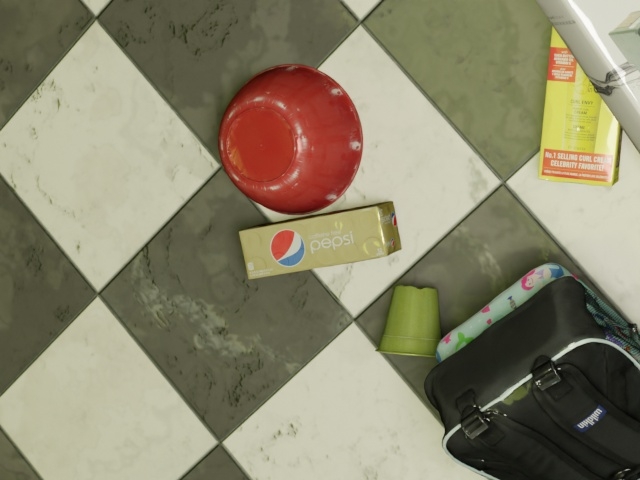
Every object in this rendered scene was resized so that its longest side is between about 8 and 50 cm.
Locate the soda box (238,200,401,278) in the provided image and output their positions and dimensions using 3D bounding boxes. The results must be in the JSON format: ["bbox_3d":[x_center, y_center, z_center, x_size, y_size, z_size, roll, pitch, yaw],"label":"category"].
[{"bbox_3d":[0.000,0.000,1.561,0.181,0.058,0.061,-10,94,23],"label":"soda box"}]

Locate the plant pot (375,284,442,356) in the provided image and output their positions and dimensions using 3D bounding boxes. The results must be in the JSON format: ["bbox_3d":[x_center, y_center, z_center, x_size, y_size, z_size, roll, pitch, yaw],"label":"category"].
[{"bbox_3d":[0.107,0.093,1.527,0.083,0.083,0.079,4,88,21],"label":"plant pot"}]

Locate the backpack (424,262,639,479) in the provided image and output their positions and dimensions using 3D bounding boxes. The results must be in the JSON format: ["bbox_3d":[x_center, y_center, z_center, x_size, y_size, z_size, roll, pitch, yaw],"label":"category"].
[{"bbox_3d":[0.256,0.165,1.401,0.253,0.191,0.225,36,115,-29],"label":"backpack"}]

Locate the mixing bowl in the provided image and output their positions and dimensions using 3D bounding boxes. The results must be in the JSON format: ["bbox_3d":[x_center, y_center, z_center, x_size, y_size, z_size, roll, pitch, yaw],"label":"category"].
[{"bbox_3d":[-0.050,-0.115,1.543,0.181,0.098,0.181,3,98,20],"label":"mixing bowl"}]

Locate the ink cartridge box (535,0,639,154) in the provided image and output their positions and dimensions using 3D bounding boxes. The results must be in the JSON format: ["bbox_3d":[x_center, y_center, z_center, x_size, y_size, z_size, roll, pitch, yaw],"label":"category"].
[{"bbox_3d":[0.365,-0.196,1.288,0.198,0.115,0.273,-36,100,3],"label":"ink cartridge box"}]

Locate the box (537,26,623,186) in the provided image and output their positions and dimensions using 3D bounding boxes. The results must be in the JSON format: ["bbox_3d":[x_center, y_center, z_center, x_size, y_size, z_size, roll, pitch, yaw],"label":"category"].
[{"bbox_3d":[0.288,-0.178,1.420,0.087,0.058,0.232,8,101,17],"label":"box"}]
